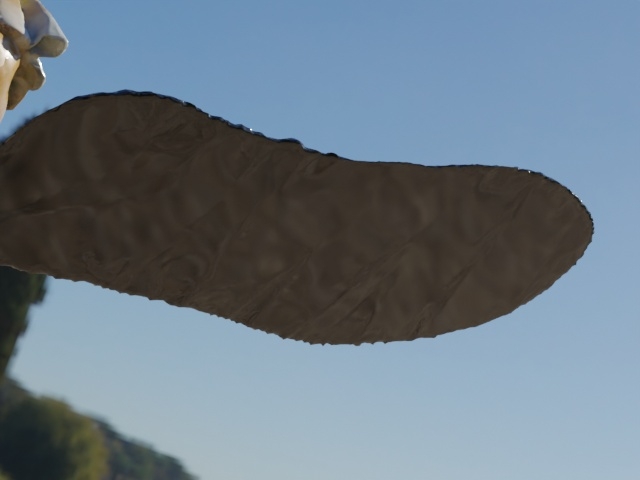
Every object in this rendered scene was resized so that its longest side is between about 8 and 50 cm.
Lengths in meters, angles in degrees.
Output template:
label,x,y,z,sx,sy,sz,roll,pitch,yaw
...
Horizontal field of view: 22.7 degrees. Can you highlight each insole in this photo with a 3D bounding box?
label,x,y,z,sx,sy,sz,roll,pitch,yaw
insole,0.000,0.000,0.430,0.232,0.080,0.003,10,40,-48

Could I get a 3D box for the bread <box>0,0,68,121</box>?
label,x,y,z,sx,sy,sz,roll,pitch,yaw
bread,-0.214,-0.089,0.508,0.241,0.136,0.107,33,16,-24
